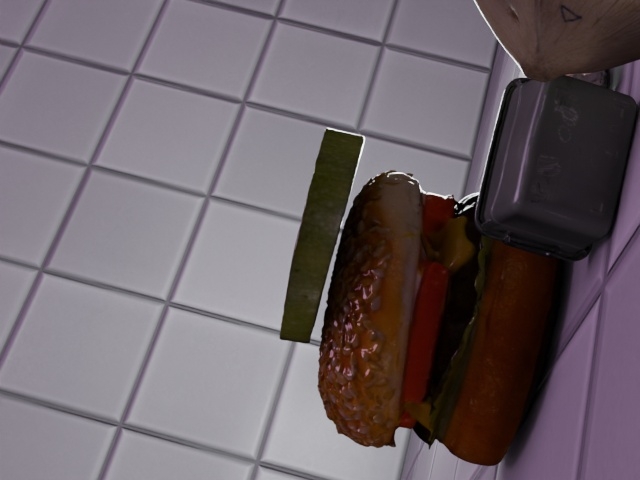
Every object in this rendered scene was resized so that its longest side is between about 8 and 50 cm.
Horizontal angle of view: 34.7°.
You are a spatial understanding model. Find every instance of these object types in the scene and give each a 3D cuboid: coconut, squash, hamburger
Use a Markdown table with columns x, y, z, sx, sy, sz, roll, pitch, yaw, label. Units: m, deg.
| x | y | z | sx | sy | sz | roll | pitch | yaw | label |
| --- | --- | --- | --- | --- | --- | --- | --- | --- | --- |
| 0.212 | -0.229 | 0.796 | 0.224 | 0.224 | 0.224 | 15 | -90 | -86 | coconut |
| 0.000 | 0.000 | 1.172 | 0.252 | 0.049 | 0.252 | 13 | -90 | -90 | squash |
| 0.128 | 0.088 | 1.190 | 0.330 | 0.250 | 0.329 | 15 | -90 | -85 | hamburger |

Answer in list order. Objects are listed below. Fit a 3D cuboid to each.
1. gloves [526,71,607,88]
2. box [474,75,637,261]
| x | y | z | sx | sy | sz | roll | pitch | yaw | label |
| --- | --- | --- | --- | --- | --- | --- | --- | --- | --- |
| 0.278 | -0.156 | 1.149 | 0.153 | 0.070 | 0.114 | 94 | 156 | -50 | gloves |
| 0.227 | -0.075 | 0.967 | 0.093 | 0.124 | 0.172 | 136 | 148 | -78 | box |
